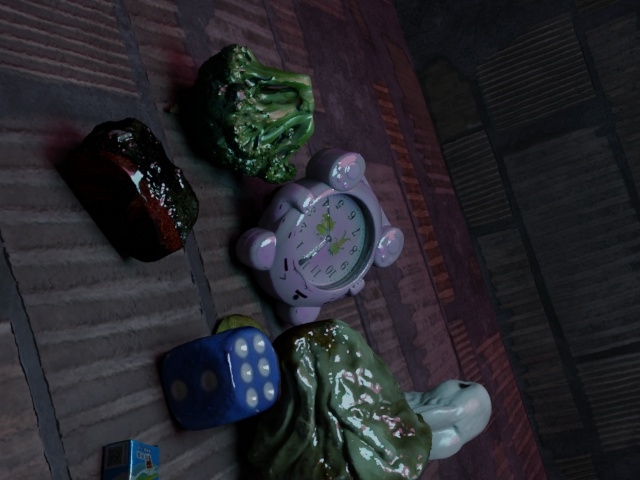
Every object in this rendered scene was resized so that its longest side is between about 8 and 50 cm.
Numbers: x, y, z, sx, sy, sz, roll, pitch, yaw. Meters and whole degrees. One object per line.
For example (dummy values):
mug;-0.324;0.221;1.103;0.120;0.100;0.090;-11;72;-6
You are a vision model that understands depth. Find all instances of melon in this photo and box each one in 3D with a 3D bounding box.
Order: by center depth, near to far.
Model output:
melon;-0.129;0.190;1.442;0.160;0.079;0.128;25;52;-57

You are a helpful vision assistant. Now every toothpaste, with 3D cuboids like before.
toothpaste;-0.257;0.405;1.050;0.065;0.050;0.266;41;38;-52

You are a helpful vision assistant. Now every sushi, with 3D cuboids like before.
sushi;-0.290;-0.081;1.242;0.225;0.136;0.126;63;33;-28

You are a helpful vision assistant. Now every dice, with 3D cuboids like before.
dice;-0.162;0.222;1.276;0.146;0.146;0.143;-7;81;-61

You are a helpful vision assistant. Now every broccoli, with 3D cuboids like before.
broccoli;-0.136;-0.252;1.578;0.265;0.246;0.294;-104;-173;-54

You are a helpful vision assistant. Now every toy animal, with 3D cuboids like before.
toy animal;0.161;0.368;1.588;0.258;0.357;0.193;7;68;-62

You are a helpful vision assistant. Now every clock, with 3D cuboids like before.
clock;0.000;0.000;1.627;0.322;0.113;0.295;-44;124;-19

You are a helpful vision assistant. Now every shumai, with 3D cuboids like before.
shumai;0.027;0.270;1.356;0.309;0.304;0.263;-24;113;-40

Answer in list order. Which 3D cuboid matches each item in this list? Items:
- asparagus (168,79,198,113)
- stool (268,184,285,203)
asparagus;-0.264;-0.297;1.592;0.233;0.022;0.023;-68;164;-58
stool;-0.021;-0.031;1.790;0.153;0.228;0.139;115;-5;-64
